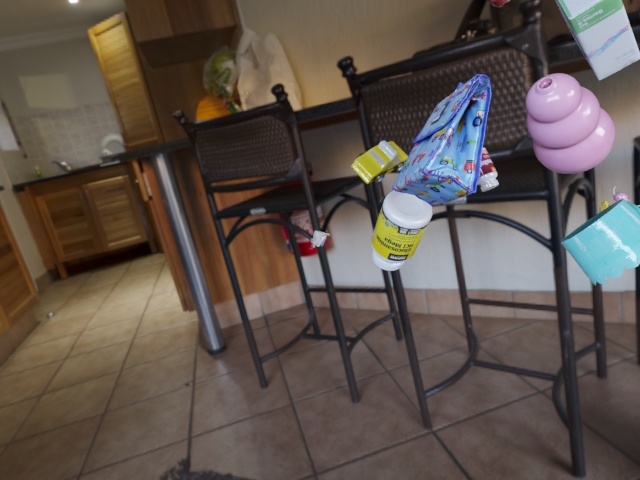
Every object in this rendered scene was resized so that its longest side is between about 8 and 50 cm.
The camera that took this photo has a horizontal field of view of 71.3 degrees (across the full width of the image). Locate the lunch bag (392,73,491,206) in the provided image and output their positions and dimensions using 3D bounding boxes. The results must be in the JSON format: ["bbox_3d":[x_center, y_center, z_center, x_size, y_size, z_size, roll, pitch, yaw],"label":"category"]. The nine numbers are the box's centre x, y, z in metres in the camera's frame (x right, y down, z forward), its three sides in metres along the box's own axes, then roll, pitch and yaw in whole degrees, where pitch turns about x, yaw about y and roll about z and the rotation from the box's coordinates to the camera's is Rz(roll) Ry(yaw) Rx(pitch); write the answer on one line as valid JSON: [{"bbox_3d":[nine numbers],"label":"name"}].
[{"bbox_3d":[0.316,-0.252,1.093,0.138,0.292,0.221,22,-7,-7],"label":"lunch bag"}]

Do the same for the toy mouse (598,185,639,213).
[{"bbox_3d":[1.149,-0.127,1.704,0.143,0.160,0.031,2,18,9],"label":"toy mouse"}]

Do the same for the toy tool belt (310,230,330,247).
[{"bbox_3d":[0.000,0.000,1.545,0.051,0.052,0.083,1,-33,-17],"label":"toy tool belt"}]

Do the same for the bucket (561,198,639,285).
[{"bbox_3d":[0.988,0.001,1.520,0.281,0.183,0.281,-34,-13,-9],"label":"bucket"}]

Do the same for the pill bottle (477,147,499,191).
[{"bbox_3d":[0.613,-0.266,1.687,0.086,0.151,0.086,-21,-9,-4],"label":"pill bottle"}]

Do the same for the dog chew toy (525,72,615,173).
[{"bbox_3d":[0.672,-0.328,1.227,0.207,0.206,0.332,4,-22,45],"label":"dog chew toy"}]

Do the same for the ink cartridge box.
[{"bbox_3d":[0.575,-0.468,0.937,0.093,0.154,0.213,-29,-38,35],"label":"ink cartridge box"}]

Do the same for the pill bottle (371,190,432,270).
[{"bbox_3d":[0.308,-0.029,1.780,0.188,0.333,0.187,4,51,-5],"label":"pill bottle"}]

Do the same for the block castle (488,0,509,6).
[{"bbox_3d":[0.753,-1.231,1.824,0.213,0.452,0.303,1,-18,-38],"label":"block castle"}]

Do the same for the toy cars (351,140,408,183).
[{"bbox_3d":[0.291,-0.235,1.366,0.395,0.176,0.087,9,-32,-13],"label":"toy cars"}]
